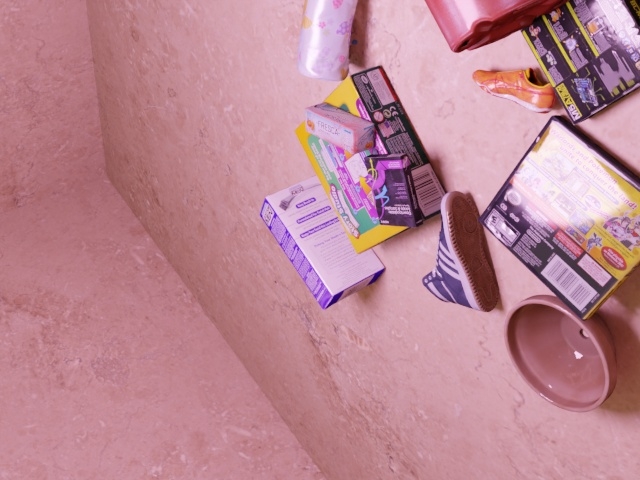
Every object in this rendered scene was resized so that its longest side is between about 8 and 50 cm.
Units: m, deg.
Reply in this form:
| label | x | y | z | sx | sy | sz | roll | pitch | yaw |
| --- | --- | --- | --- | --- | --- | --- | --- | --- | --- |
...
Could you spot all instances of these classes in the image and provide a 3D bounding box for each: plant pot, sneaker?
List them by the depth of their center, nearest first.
| label | x | y | z | sx | sy | sz | roll | pitch | yaw |
| --- | --- | --- | --- | --- | --- | --- | --- | --- | --- |
| plant pot | 0.243 | -0.451 | 1.020 | 0.272 | 0.272 | 0.265 | -23 | 90 | 61 |
| sneaker | 0.353 | -0.283 | 1.214 | 0.175 | 0.064 | 0.067 | 32 | 118 | 37 |
| plant pot | 0.484 | 0.203 | 1.308 | 0.237 | 0.109 | 0.237 | 37 | 140 | 39 |
| sneaker | 0.288 | 0.026 | 1.502 | 0.153 | 0.099 | 0.282 | 3 | 118 | 56 |

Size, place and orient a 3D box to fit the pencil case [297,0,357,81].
| label | x | y | z | sx | sy | sz | roll | pitch | yaw |
| --- | --- | --- | --- | --- | --- | --- | --- | --- | --- |
| pencil case | 0.023 | -0.486 | 1.465 | 0.113 | 0.124 | 0.273 | -112 | 27 | -58 |

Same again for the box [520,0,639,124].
| label | x | y | z | sx | sy | sz | roll | pitch | yaw |
| --- | --- | --- | --- | --- | --- | --- | --- | --- | --- |
| box | 0.432 | -0.307 | 1.066 | 0.191 | 0.045 | 0.184 | 62 | 153 | 5 |

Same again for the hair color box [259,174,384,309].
| label | x | y | z | sx | sy | sz | roll | pitch | yaw |
| --- | --- | --- | --- | --- | --- | --- | --- | --- | --- |
| hair color box | 0.000 | 0.000 | 1.863 | 0.339 | 0.185 | 0.110 | 56 | 151 | 15 |

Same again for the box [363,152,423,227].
| label | x | y | z | sx | sy | sz | roll | pitch | yaw |
| --- | --- | --- | --- | --- | --- | --- | --- | --- | --- |
| box | 0.158 | -0.108 | 1.463 | 0.116 | 0.029 | 0.162 | 6 | 118 | 52 |

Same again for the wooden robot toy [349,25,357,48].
| label | x | y | z | sx | sy | sz | roll | pitch | yaw |
| --- | --- | --- | --- | --- | --- | --- | --- | --- | --- |
| wooden robot toy | 0.019 | -0.448 | 1.594 | 0.076 | 0.079 | 0.173 | 57 | 150 | 14 |

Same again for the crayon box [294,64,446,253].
| label | x | y | z | sx | sy | sz | roll | pitch | yaw |
| --- | --- | --- | --- | --- | --- | --- | --- | --- | --- |
| crayon box | 0.114 | -0.180 | 1.620 | 0.363 | 0.106 | 0.313 | 64 | 152 | 3 |

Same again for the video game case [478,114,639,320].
| label | x | y | z | sx | sy | sz | roll | pitch | yaw |
| --- | --- | --- | --- | --- | --- | --- | --- | --- | --- |
| video game case | 0.443 | -0.040 | 1.186 | 0.275 | 0.035 | 0.248 | 49 | 129 | 28 |

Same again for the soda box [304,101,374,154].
| label | x | y | z | sx | sy | sz | roll | pitch | yaw |
| --- | --- | --- | --- | --- | --- | --- | --- | --- | --- |
| soda box | 0.041 | -0.254 | 1.507 | 0.183 | 0.063 | 0.058 | 34 | 137 | 43 |
